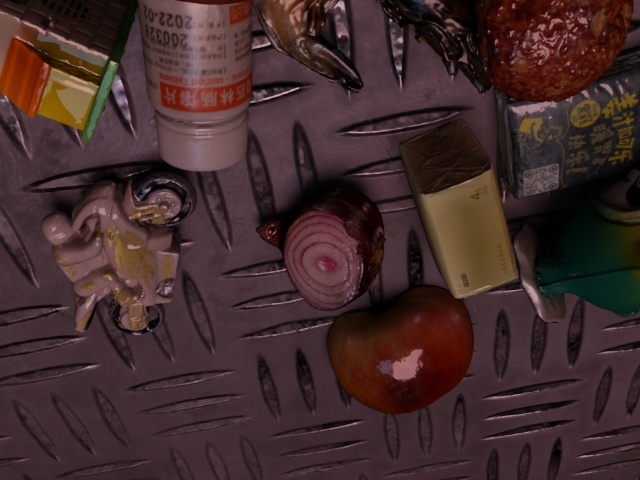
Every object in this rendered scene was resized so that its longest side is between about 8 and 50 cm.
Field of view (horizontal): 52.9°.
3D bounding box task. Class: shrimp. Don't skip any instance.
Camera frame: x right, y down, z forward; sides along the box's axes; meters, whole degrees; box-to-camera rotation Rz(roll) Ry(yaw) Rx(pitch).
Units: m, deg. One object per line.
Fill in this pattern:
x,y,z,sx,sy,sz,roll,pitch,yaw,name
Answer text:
0.069,-0.292,0.840,0.365,0.071,0.233,39,112,-18,shrimp

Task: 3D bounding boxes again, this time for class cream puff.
0.283,-0.282,0.765,0.164,0.240,0.240,7,147,47,cream puff

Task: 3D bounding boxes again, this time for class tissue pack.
0.221,-0.045,1.028,0.125,0.159,0.234,-20,128,8,tissue pack
0.413,-0.178,1.002,0.257,0.081,0.185,-15,130,4,tissue pack

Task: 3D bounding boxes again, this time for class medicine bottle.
-0.159,-0.227,0.841,0.145,0.144,0.252,1,130,-9,medicine bottle

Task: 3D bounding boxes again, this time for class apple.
0.167,0.240,1.247,0.293,0.163,0.251,-22,127,11,apple

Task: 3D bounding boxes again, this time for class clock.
-0.356,-0.255,0.738,0.255,0.219,0.106,20,124,-21,clock

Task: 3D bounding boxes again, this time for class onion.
0.000,0.000,1.058,0.218,0.140,0.195,15,126,24,onion

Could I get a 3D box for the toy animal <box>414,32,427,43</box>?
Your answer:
0.274,-0.287,0.915,0.276,0.054,0.149,-14,126,4,toy animal

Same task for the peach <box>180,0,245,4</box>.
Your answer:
-0.108,-0.393,0.570,0.389,0.388,0.388,-4,129,-5,peach

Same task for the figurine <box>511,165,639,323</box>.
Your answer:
0.507,0.005,1.030,0.340,0.324,0.231,-25,95,37,figurine

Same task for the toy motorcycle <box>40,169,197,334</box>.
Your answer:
-0.332,0.023,1.033,0.223,0.107,0.340,9,125,-15,toy motorcycle
